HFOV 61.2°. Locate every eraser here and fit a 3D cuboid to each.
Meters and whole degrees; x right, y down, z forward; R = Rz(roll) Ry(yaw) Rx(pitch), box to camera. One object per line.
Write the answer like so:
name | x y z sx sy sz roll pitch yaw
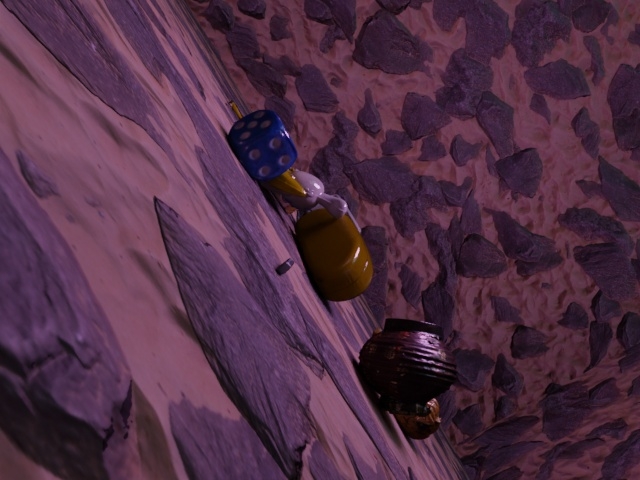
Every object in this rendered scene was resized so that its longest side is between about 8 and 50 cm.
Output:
eraser | -0.066 0.050 1.045 0.019 0.027 0.099 52 3 -2

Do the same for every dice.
dice | -0.155 -0.256 1.461 0.143 0.146 0.146 59 -2 44

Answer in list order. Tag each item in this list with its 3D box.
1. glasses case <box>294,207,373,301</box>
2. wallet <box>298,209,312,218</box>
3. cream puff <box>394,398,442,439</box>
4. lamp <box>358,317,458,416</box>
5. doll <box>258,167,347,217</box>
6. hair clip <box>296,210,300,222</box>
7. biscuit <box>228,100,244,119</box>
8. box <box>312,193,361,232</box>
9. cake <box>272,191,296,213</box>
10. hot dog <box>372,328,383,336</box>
glasses case | 0.044 0.036 1.548 0.141 0.173 0.371 62 1 -31
wallet | 0.000 0.000 1.821 0.170 0.069 0.231 44 22 -47
cream puff | 0.266 0.483 1.481 0.133 0.119 0.104 31 31 -15
lamp | 0.209 0.307 1.306 0.247 0.247 0.247 59 3 -6
doll | -0.067 -0.152 1.586 0.252 0.111 0.237 25 4 -25
hair clip | -0.057 -0.047 1.909 0.066 0.036 0.229 46 24 -52
biscuit | -0.272 -0.418 2.111 0.292 0.026 0.048 59 -1 -11
box | 0.053 -0.027 2.210 0.294 0.193 0.167 -118 -176 -45
cake | -0.146 -0.178 1.771 0.225 0.090 0.109 35 19 -33
hot dog | 0.266 0.448 2.066 0.242 0.073 0.084 56 0 -10
